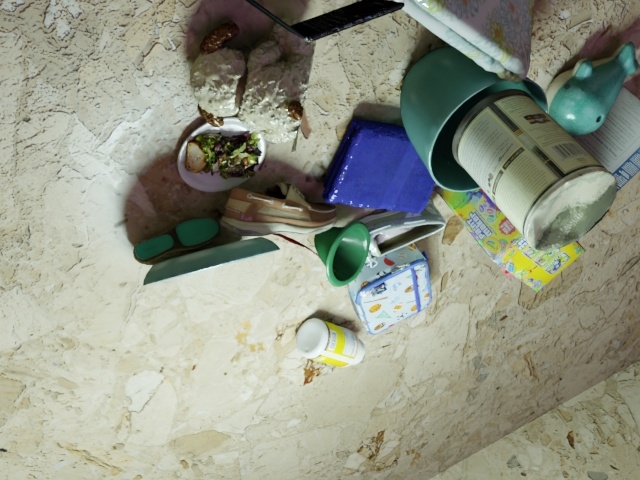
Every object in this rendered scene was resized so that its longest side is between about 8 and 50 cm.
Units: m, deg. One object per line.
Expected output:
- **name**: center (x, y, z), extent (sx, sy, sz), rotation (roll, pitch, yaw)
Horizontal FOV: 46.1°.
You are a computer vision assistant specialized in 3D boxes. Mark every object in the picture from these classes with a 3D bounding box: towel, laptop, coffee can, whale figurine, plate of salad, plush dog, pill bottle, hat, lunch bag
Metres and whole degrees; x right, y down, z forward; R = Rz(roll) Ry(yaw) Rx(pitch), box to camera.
- **towel**: center (0.284, -0.511, 1.405), extent (0.374, 0.090, 0.320), rotation (19, 77, -41)
- **laptop**: center (-0.025, -0.424, 1.285), extent (0.264, 0.234, 0.136), rotation (-21, 113, -3)
- **coffee can**: center (0.418, -0.143, 1.498), extent (0.201, 0.275, 0.201), rotation (-17, 139, -16)
- **whale figurine**: center (0.704, -0.378, 1.908), extent (0.272, 0.141, 0.216), rotation (-37, 140, 6)
- **towel**: center (0.163, -0.181, 1.834), extent (0.308, 0.076, 0.227), rotation (4, 122, -34)
- **plate of salad**: center (-0.207, -0.177, 1.616), extent (0.200, 0.048, 0.200), rotation (-18, 138, -16)
- **plush dog**: center (-0.139, -0.293, 1.448), extent (0.225, 0.210, 0.262), rotation (11, 123, -3)
- **pill bottle**: center (0.036, 0.307, 2.220), extent (0.117, 0.117, 0.215), rotation (-46, 138, 17)
- **hat**: center (0.000, 0.000, 1.908), extent (0.173, 0.183, 0.208), rotation (-55, 146, -16)
- **lunch bag**: center (0.204, 0.133, 2.132), extent (0.243, 0.115, 0.303), rotation (-25, 148, -5)

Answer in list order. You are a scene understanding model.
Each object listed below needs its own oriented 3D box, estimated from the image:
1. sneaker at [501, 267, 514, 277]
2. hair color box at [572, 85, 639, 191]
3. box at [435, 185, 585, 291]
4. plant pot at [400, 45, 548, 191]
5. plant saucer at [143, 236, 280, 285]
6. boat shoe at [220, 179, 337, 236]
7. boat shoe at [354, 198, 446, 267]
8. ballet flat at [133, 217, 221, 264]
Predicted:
- **sneaker**: center (0.646, 0.009, 2.297), extent (0.136, 0.116, 0.314), rotation (-12, 137, -20)
- **hair color box**: center (0.781, -0.233, 2.083), extent (0.105, 0.174, 0.347), rotation (21, 119, -45)
- **box**: center (0.504, -0.054, 2.003), extent (0.177, 0.290, 0.279), rotation (-45, 140, 16)
- **plant pot**: center (0.312, -0.294, 1.675), extent (0.293, 0.235, 0.293), rotation (-18, 138, -17)
- **plant saucer**: center (-0.248, 0.043, 1.698), extent (0.318, 0.043, 0.317), rotation (-15, 180, 0)
- **boat shoe**: center (-0.082, -0.078, 1.743), extent (0.324, 0.123, 0.116), rotation (-5, 106, -46)
- **boat shoe**: center (0.173, -0.008, 1.989), extent (0.320, 0.103, 0.118), rotation (-25, 140, -6)
- **ballet flat**: center (-0.329, 0.002, 1.727), extent (0.206, 0.073, 0.067), rotation (-18, 166, -12)
